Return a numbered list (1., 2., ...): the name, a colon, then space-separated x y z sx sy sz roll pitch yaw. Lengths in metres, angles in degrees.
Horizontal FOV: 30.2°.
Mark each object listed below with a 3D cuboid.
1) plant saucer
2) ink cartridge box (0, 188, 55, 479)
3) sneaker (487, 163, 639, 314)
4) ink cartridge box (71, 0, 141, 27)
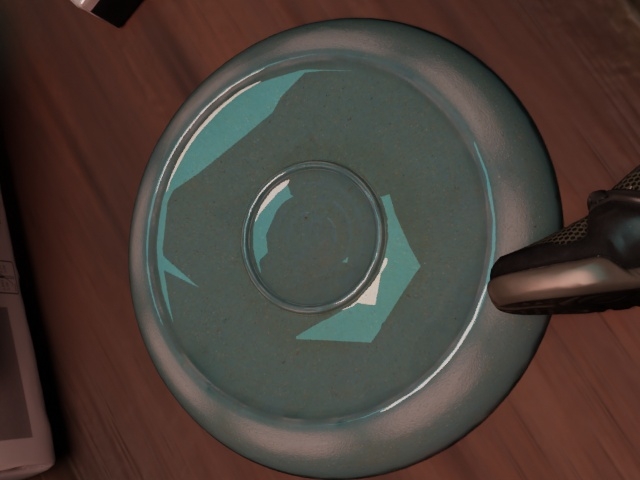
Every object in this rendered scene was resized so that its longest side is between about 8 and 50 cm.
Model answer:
1. plant saucer: 0.000 0.000 0.794 0.317 0.043 0.318 -3 82 23
2. ink cartridge box: -0.385 0.079 0.940 0.385 0.091 0.308 -25 74 35
3. sneaker: 0.199 -0.033 0.695 0.227 0.087 0.130 -20 74 16
4. ink cartridge box: -0.218 -0.329 0.918 0.165 0.065 0.333 -48 70 10
